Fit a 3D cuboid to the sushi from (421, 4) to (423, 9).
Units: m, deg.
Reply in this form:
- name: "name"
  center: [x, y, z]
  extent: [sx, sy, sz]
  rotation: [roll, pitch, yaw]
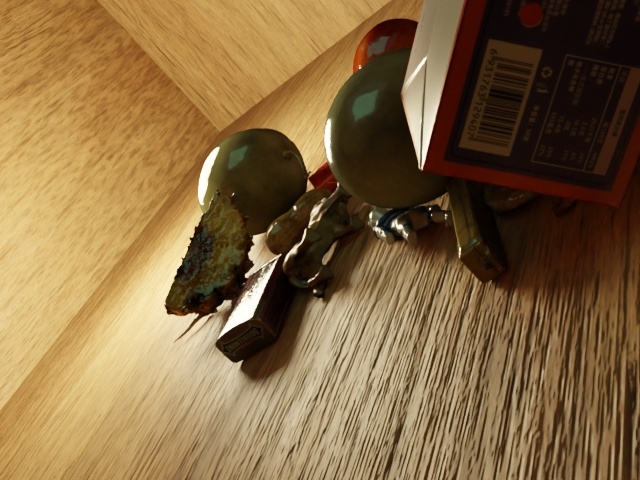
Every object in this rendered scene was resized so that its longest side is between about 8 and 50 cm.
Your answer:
- name: "sushi"
  center: [0.436, -0.646, 2.014]
  extent: [0.417, 0.176, 0.417]
  rotation: [-46, 11, 12]

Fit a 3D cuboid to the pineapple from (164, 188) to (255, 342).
- name: "pineapple"
  center: [-0.225, 0.073, 1.877]
  extent: [0.158, 0.161, 0.335]
  rotation: [83, -155, -60]

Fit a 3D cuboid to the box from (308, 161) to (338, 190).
- name: "box"
  center: [0.077, -0.206, 1.991]
  extent: [0.245, 0.035, 0.139]
  rotation: [-42, 18, 3]

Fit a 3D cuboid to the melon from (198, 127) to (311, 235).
- name: "melon"
  center: [-0.168, -0.141, 2.025]
  extent: [0.308, 0.272, 0.272]
  rotation: [-44, 16, 17]

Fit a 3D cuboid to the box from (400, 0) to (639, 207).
- name: "box"
  center: [0.266, -0.268, 0.991]
  extent: [0.318, 0.256, 0.349]
  rotation: [-86, 7, -66]

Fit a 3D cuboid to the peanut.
- name: "peanut"
  center: [-0.043, -0.042, 1.801]
  extent: [0.193, 0.089, 0.089]
  rotation: [-42, 17, -12]

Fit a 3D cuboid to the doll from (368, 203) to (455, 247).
- name: "doll"
  center: [0.142, -0.027, 1.393]
  extent: [0.114, 0.057, 0.227]
  rotation: [-32, 17, -15]

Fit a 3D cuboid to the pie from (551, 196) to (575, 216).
- name: "pie"
  center: [0.367, -0.106, 1.112]
  extent: [0.170, 0.034, 0.092]
  rotation: [-47, 14, 13]

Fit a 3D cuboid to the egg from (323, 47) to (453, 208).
- name: "egg"
  center: [0.146, -0.189, 1.380]
  extent: [0.258, 0.258, 0.352]
  rotation: [-27, 9, 43]

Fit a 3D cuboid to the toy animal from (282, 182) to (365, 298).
- name: "toy animal"
  center: [0.000, 0.000, 1.612]
  extent: [0.157, 0.097, 0.312]
  rotation: [-41, 14, 52]

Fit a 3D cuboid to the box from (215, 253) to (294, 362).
- name: "box"
  center: [-0.115, 0.126, 1.579]
  extent: [0.120, 0.069, 0.224]
  rotation: [-33, 18, 30]

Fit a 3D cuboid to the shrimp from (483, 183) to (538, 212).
- name: "shrimp"
  center: [0.304, -0.116, 1.246]
  extent: [0.152, 0.046, 0.219]
  rotation: [-40, 16, 14]

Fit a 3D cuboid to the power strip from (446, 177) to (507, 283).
- name: "power strip"
  center: [0.221, -0.023, 1.185]
  extent: [0.044, 0.064, 0.305]
  rotation: [-40, 17, 19]

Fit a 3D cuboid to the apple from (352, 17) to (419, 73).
- name: "apple"
  center: [0.184, -0.410, 1.941]
  extent: [0.201, 0.218, 0.218]
  rotation: [-57, 21, -22]
